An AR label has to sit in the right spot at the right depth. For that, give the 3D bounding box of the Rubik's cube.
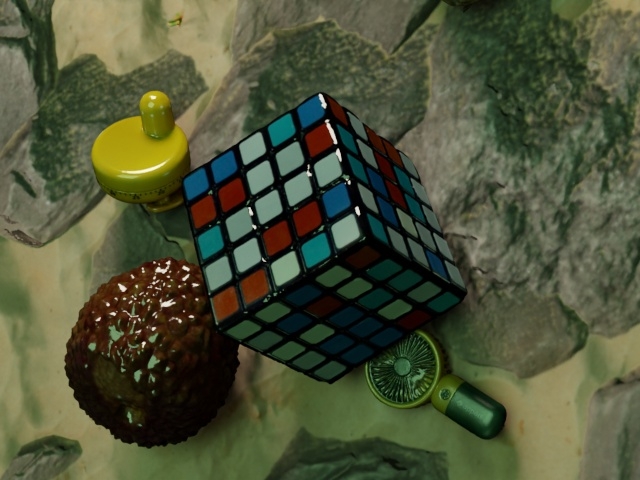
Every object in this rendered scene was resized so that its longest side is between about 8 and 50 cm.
[{"bbox_3d":[0.000,0.000,1.591,0.184,0.182,0.187,-34,54,20],"label":"Rubik's cube"}]

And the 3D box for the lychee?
[{"bbox_3d":[-0.167,0.107,1.691,0.188,0.188,0.188,-4,82,27],"label":"lychee"}]

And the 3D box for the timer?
[{"bbox_3d":[-0.190,-0.095,1.762,0.107,0.109,0.107,-3,45,3],"label":"timer"}]

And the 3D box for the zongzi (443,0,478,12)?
[{"bbox_3d":[0.150,-0.350,1.617,0.197,0.099,0.194,-39,92,10],"label":"zongzi"}]

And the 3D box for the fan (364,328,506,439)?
[{"bbox_3d":[0.114,0.143,1.615,0.155,0.039,0.082,33,98,26],"label":"fan"}]
